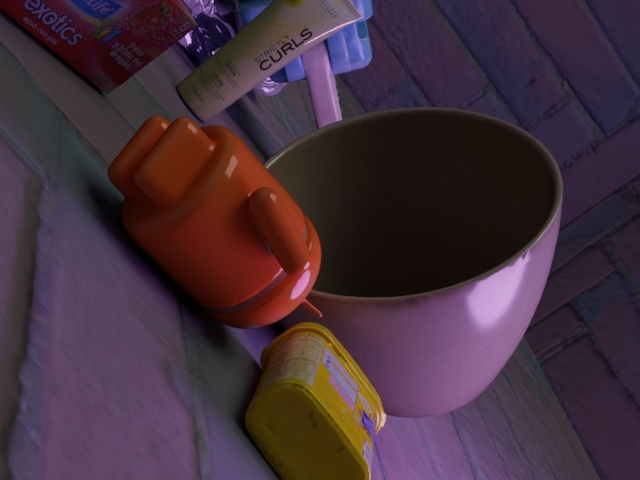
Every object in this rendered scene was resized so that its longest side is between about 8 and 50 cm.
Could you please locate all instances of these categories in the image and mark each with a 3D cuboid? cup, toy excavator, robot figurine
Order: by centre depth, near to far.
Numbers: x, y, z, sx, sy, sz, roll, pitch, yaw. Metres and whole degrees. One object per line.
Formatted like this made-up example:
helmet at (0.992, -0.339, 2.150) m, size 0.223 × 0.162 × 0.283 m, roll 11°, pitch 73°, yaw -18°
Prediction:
robot figurine at (-0.083, -0.010, 1.156) m, size 0.219 × 0.158 × 0.128 m, roll 49°, pitch 28°, yaw -33°
cup at (0.092, 0.046, 1.415) m, size 0.331 × 0.331 × 0.237 m, roll -112°, pitch -170°, yaw -53°
toy excavator at (-0.001, -0.260, 1.911) m, size 0.433 × 0.222 × 0.445 m, roll -96°, pitch 173°, yaw -62°

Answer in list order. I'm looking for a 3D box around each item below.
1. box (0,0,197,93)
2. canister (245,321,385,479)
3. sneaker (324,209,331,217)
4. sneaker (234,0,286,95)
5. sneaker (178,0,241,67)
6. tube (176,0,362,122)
box at (-0.246, -0.269, 1.269) m, size 0.257 × 0.122 × 0.128 m, roll 40°, pitch 17°, yaw -56°
canister at (-0.004, 0.150, 1.158) m, size 0.126 × 0.073 × 0.170 m, roll 53°, pitch 11°, yaw -7°
sneaker at (0.000, 0.000, 1.615) m, size 0.276 × 0.097 × 0.135 m, roll 49°, pitch 11°, yaw -42°
sneaker at (-0.145, -0.330, 2.144) m, size 0.235 × 0.090 × 0.095 m, roll 55°, pitch -4°, yaw -21°
sneaker at (-0.181, -0.337, 1.913) m, size 0.235 × 0.094 × 0.153 m, roll 49°, pitch 10°, yaw -31°
tube at (-0.071, -0.244, 1.681) m, size 0.070 × 0.240 × 0.062 m, roll 47°, pitch 10°, yaw -42°
